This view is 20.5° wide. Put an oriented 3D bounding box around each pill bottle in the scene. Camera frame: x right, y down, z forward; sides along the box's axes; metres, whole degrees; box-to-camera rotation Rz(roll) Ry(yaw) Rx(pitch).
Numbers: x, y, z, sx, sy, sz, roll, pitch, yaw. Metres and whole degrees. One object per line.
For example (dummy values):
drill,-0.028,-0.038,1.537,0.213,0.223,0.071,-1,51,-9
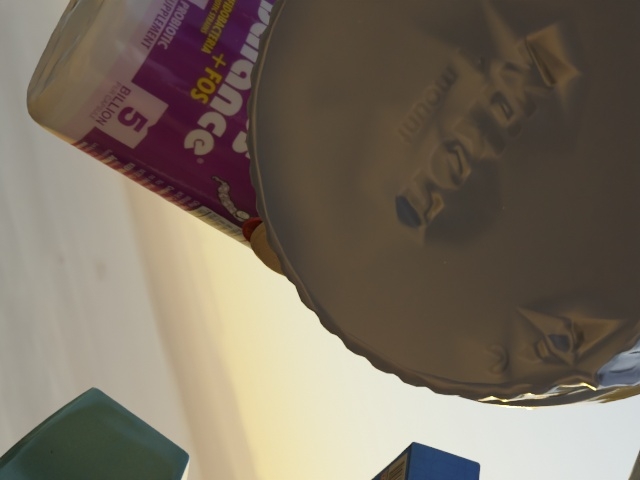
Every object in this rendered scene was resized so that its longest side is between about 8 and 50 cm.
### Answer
pill bottle,-0.037,-0.083,1.234,0.301,0.169,0.169,30,13,-19

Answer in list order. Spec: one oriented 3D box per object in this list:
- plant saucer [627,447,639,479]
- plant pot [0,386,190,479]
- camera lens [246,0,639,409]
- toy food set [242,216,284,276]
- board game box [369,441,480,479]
plant saucer,0.252,0.284,1.168,0.400,0.100,0.400,11,90,-68
plant pot,-0.223,0.255,1.516,0.165,0.234,0.166,34,-18,6
camera lens,0.124,-0.048,0.754,0.274,0.219,0.219,-6,80,-58
toy food set,0.000,0.000,0.976,0.083,0.082,0.020,55,34,-58
board game box,0.018,0.228,1.003,0.210,0.047,0.160,131,-27,-53
